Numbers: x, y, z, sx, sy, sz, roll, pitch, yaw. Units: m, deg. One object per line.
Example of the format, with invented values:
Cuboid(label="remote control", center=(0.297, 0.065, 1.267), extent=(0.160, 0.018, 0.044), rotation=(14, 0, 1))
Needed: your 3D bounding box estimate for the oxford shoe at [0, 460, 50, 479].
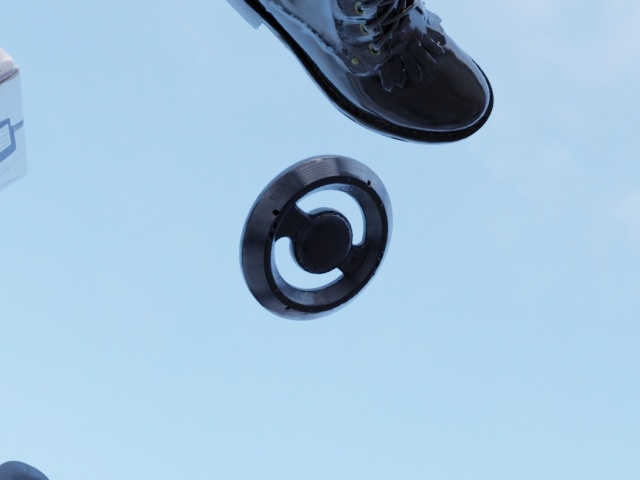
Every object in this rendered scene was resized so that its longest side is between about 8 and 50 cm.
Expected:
Cuboid(label="oxford shoe", center=(-0.202, 0.236, 0.387), extent=(0.076, 0.212, 0.076), rotation=(-45, -62, 3))

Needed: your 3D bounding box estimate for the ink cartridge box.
Cuboid(label="ink cartridge box", center=(-0.442, -0.168, 0.755), extent=(0.172, 0.100, 0.237), rotation=(45, -31, 1))

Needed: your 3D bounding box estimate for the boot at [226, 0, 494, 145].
Cuboid(label="boot", center=(0.034, -0.150, 0.363), extent=(0.263, 0.229, 0.091), rotation=(32, -97, -13))

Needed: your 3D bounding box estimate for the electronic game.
Cuboid(label="electronic game", center=(0.000, 0.000, 0.841), extent=(0.229, 0.048, 0.229), rotation=(-14, -62, -28))
